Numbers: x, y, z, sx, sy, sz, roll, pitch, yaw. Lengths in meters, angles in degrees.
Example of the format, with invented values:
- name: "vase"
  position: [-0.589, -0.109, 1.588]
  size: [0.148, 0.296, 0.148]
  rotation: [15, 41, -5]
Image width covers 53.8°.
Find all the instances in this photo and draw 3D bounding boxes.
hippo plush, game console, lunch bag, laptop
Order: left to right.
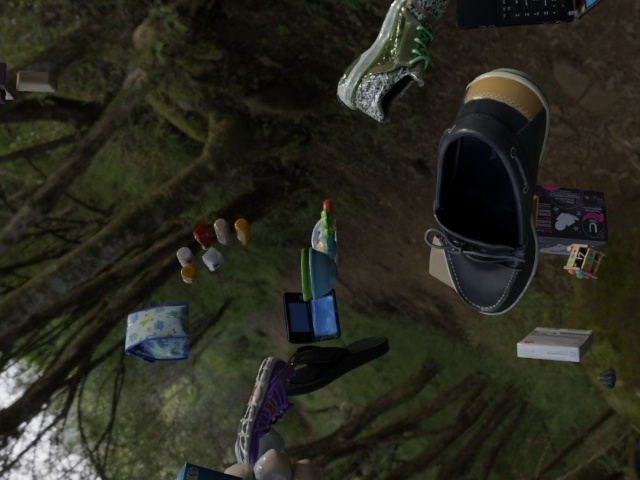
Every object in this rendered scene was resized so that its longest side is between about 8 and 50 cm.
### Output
- name: "lunch bag"
  position: [-0.399, 0.227, 1.547]
  size: [0.129, 0.151, 0.096]
  rotation: [-110, 26, -54]
- name: "hippo plush"
  position: [-0.106, 0.564, 1.485]
  size: [0.236, 0.234, 0.294]
  rotation: [-104, 10, -70]
- name: "game console"
  position: [-0.022, 0.174, 1.469]
  size: [0.071, 0.107, 0.122]
  rotation: [-27, 64, 47]
- name: "laptop"
  position: [0.330, -0.446, 0.907]
  size: [0.136, 0.264, 0.234]
  rotation: [63, -150, -64]

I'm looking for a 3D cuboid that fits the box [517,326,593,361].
- name: "box"
  position: [0.589, 0.256, 1.574]
  size: [0.145, 0.186, 0.038]
  rotation: [-1, 94, 33]

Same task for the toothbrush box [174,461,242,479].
- name: "toothbrush box"
  position: [-0.259, 0.616, 1.198]
  size: [0.126, 0.216, 0.295]
  rotation: [21, -141, -13]

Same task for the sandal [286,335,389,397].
- name: "sandal"
  position: [0.009, 0.339, 1.822]
  size: [0.167, 0.446, 0.107]
  rotation: [-10, 96, 50]

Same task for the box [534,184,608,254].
- name: "box"
  position: [0.589, -0.048, 1.647]
  size: [0.163, 0.247, 0.142]
  rotation: [126, 148, -72]

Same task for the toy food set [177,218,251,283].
- name: "toy food set"
  position: [-0.298, 0.029, 1.730]
  size: [0.111, 0.232, 0.104]
  rotation: [34, 157, 17]

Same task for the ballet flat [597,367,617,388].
- name: "ballet flat"
  position: [0.819, 0.393, 1.811]
  size: [0.173, 0.049, 0.057]
  rotation: [40, -135, -62]

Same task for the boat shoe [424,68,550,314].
- name: "boat shoe"
  position: [0.266, -0.033, 1.041]
  size: [0.187, 0.156, 0.500]
  rotation: [23, 144, 26]

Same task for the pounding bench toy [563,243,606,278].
- name: "pounding bench toy"
  position: [0.561, 0.047, 1.370]
  size: [0.052, 0.065, 0.083]
  rotation: [23, 176, -15]

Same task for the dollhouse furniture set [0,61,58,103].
- name: "dollhouse furniture set"
  position: [-0.503, -0.242, 1.073]
  size: [0.081, 0.114, 0.091]
  rotation: [137, 132, -76]

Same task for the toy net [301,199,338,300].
- name: "toy net"
  position: [0.000, 0.000, 0.880]
  size: [0.232, 0.045, 0.122]
  rotation: [-78, -16, -79]

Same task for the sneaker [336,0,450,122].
- name: "sneaker"
  position: [0.227, -0.465, 1.591]
  size: [0.158, 0.410, 0.182]
  rotation: [7, -145, -53]

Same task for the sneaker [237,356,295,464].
- name: "sneaker"
  position: [-0.081, 0.268, 0.987]
  size: [0.071, 0.170, 0.068]
  rotation: [23, 157, -9]

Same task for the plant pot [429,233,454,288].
- name: "plant pot"
  position: [0.307, 0.045, 1.427]
  size: [0.109, 0.109, 0.096]
  rotation: [33, 119, 26]

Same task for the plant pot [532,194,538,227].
- name: "plant pot"
  position: [0.368, -0.053, 1.239]
  size: [0.083, 0.081, 0.081]
  rotation: [35, 148, 41]
